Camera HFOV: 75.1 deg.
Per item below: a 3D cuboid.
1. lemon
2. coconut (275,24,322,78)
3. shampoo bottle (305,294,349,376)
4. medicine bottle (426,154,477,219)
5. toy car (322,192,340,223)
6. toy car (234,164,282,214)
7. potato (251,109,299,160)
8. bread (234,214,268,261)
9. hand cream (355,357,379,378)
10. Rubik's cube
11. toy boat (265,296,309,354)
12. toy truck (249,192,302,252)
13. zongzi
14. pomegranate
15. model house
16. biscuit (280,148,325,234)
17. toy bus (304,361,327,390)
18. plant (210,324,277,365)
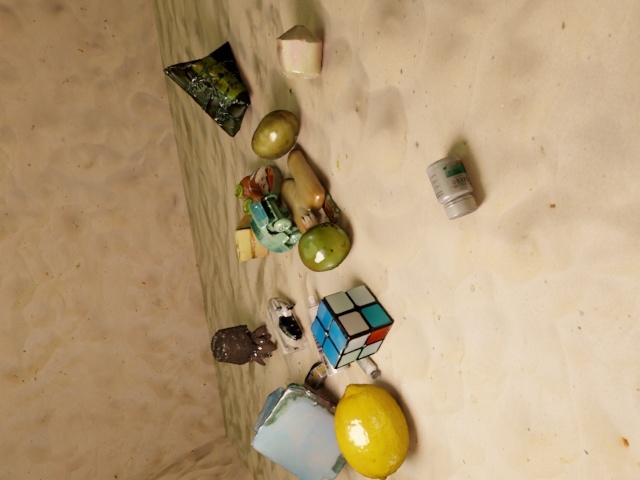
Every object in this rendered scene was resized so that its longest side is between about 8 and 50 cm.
[{"bbox_3d":[0.158,0.588,1.298,0.236,0.236,0.263,0,88,60],"label":"lemon"},{"bbox_3d":[-0.064,-0.591,1.309,0.147,0.147,0.152,39,137,47],"label":"coconut"},{"bbox_3d":[0.015,0.355,1.591,0.092,0.092,0.303,-45,61,56],"label":"shampoo bottle"},{"bbox_3d":[0.297,-0.118,0.935,0.080,0.080,0.130,-37,69,58],"label":"medicine bottle"},{"bbox_3d":[0.029,-0.111,1.440,0.122,0.035,0.059,58,149,27],"label":"toy car"},{"bbox_3d":[-0.244,-0.228,1.791,0.235,0.145,0.235,-7,80,46],"label":"toy car"},{"bbox_3d":[-0.166,-0.382,1.525,0.148,0.197,0.228,55,137,0],"label":"potato"},{"bbox_3d":[-0.377,-0.018,2.044,0.264,0.163,0.167,25,123,55],"label":"bread"},{"bbox_3d":[0.137,0.408,1.452,0.194,0.042,0.067,40,135,52],"label":"hand cream"},{"bbox_3d":[0.096,0.274,1.332,0.167,0.180,0.183,55,142,35],"label":"Rubik's cube"},{"bbox_3d":[-0.148,0.361,1.833,0.141,0.141,0.269,-46,59,56],"label":"toy boat"},{"bbox_3d":[-0.178,-0.057,1.619,0.155,0.156,0.279,59,-174,24],"label":"toy truck"},{"bbox_3d":[-0.439,-0.724,1.887,0.383,0.362,0.319,42,152,-15],"label":"zongzi"},{"bbox_3d":[0.000,0.000,1.380,0.209,0.180,0.180,59,148,5],"label":"pomegranate"},{"bbox_3d":[-0.056,0.744,1.708,0.360,0.297,0.339,33,174,-3],"label":"model house"},{"bbox_3d":[-0.072,-0.173,1.541,0.290,0.062,0.236,61,148,36],"label":"biscuit"},{"bbox_3d":[-0.017,0.582,1.768,0.072,0.057,0.172,49,141,26],"label":"toy bus"},{"bbox_3d":[-0.384,0.541,2.134,0.181,0.321,0.194,-55,45,32],"label":"plant"}]
